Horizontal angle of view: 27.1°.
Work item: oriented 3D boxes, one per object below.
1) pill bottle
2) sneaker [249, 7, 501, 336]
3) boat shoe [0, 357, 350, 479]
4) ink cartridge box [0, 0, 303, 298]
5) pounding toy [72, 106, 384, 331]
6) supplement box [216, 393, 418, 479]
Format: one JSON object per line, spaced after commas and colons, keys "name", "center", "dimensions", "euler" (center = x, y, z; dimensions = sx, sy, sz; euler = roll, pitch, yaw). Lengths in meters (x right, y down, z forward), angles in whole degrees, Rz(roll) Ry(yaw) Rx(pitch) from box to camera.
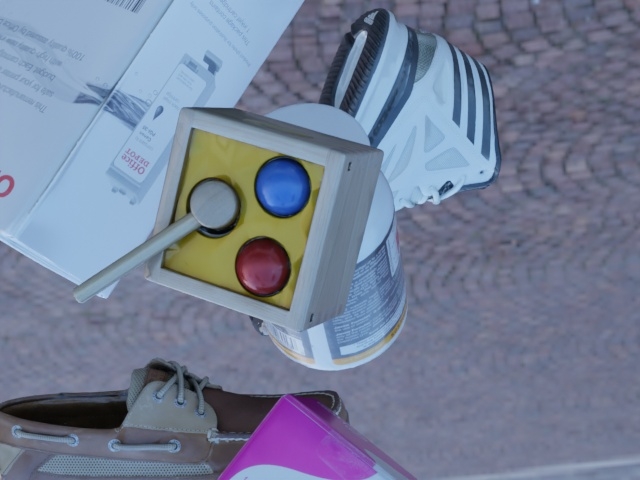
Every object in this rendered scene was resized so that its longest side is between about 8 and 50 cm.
{"name": "pill bottle", "center": [0.000, 0.000, 1.338], "dimensions": [0.162, 0.162, 0.278], "euler": [-5, 144, 5]}
{"name": "sneaker", "center": [0.089, -0.048, 1.709], "dimensions": [0.258, 0.447, 0.169], "euler": [19, -165, -23]}
{"name": "boat shoe", "center": [-0.136, 0.168, 1.164], "dimensions": [0.325, 0.116, 0.123], "euler": [-10, -165, -4]}
{"name": "ink cartridge box", "center": [-0.178, -0.127, 0.997], "dimensions": [0.207, 0.283, 0.117], "euler": [27, 170, 39]}
{"name": "pounding toy", "center": [-0.056, -0.010, 0.811], "dimensions": [0.141, 0.130, 0.100], "euler": [17, -169, 19]}
{"name": "supplement box", "center": [-0.037, 0.217, 0.848], "dimensions": [0.111, 0.220, 0.114], "euler": [38, -179, 13]}
